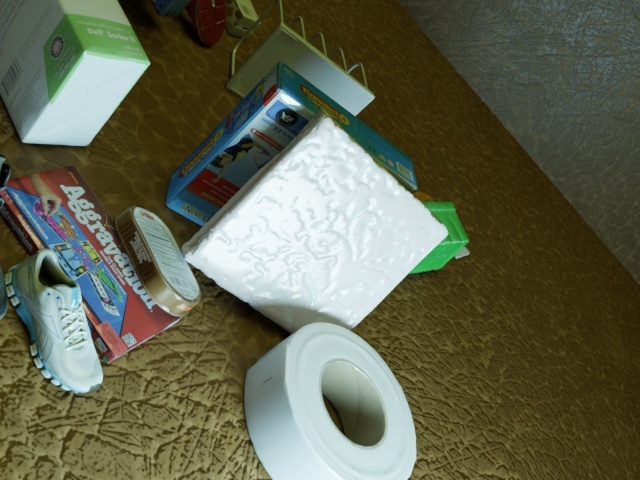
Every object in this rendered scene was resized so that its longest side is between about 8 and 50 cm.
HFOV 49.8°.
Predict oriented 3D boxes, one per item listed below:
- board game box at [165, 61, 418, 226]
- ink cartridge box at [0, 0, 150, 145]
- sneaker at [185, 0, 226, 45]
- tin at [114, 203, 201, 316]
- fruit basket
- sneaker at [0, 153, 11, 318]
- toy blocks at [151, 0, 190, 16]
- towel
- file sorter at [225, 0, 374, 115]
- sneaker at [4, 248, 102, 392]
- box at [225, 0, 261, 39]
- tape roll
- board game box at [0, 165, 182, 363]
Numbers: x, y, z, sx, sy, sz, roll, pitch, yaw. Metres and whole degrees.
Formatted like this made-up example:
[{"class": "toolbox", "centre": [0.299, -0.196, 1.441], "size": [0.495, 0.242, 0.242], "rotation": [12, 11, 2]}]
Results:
[{"class": "board game box", "centre": [-0.049, -0.101, 1.182], "size": [0.308, 0.302, 0.086], "rotation": [31, 36, -31]}, {"class": "ink cartridge box", "centre": [-0.421, -0.344, 1.040], "size": [0.119, 0.207, 0.353], "rotation": [-9, 65, -53]}, {"class": "sneaker", "centre": [-0.287, -0.550, 1.527], "size": [0.128, 0.221, 0.087], "rotation": [20, 37, 35]}, {"class": "tin", "centre": [-0.239, 0.026, 1.021], "size": [0.189, 0.040, 0.106], "rotation": [58, 9, 24]}, {"class": "fruit basket", "centre": [0.167, -0.078, 1.630], "size": [0.353, 0.165, 0.327], "rotation": [47, 27, 24]}, {"class": "sneaker", "centre": [-0.409, -0.020, 0.797], "size": [0.087, 0.130, 0.227], "rotation": [-1, 60, -51]}, {"class": "toy blocks", "centre": [-0.351, -0.609, 1.382], "size": [0.191, 0.261, 0.381], "rotation": [-19, 78, -52]}, {"class": "towel", "centre": [0.000, 0.000, 1.114], "size": [0.332, 0.317, 0.053], "rotation": [40, 9, -32]}, {"class": "file sorter", "centre": [-0.050, -0.388, 1.594], "size": [0.278, 0.193, 0.173], "rotation": [30, 34, -32]}, {"class": "sneaker", "centre": [-0.316, 0.095, 0.842], "size": [0.190, 0.083, 0.071], "rotation": [57, 30, 8]}, {"class": "box", "centre": [-0.243, -0.648, 1.733], "size": [0.067, 0.063, 0.324], "rotation": [6, 53, -52]}, {"class": "tape roll", "centre": [0.019, 0.272, 1.079], "size": [0.286, 0.100, 0.286], "rotation": [33, 36, -28]}, {"class": "board game box", "centre": [-0.322, 0.025, 0.961], "size": [0.281, 0.027, 0.145], "rotation": [53, 30, 3]}]
